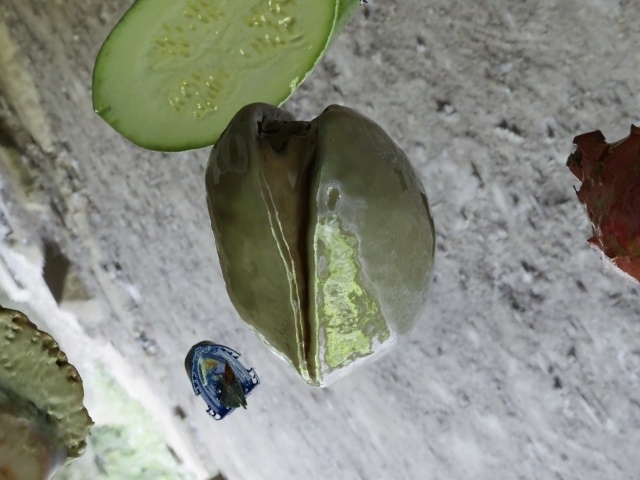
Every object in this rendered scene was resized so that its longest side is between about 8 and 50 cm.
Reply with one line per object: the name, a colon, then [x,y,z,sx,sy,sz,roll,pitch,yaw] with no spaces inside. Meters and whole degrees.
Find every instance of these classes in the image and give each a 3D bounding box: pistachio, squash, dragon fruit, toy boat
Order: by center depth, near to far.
pistachio: [0.000,0.000,0.539,0.124,0.124,0.185,47,169,36]
squash: [-0.100,-0.199,1.032,0.189,0.260,0.189,37,173,5]
dragon fruit: [0.394,-0.039,1.163,0.268,0.205,0.210,36,179,39]
toy boat: [-0.127,0.194,1.387,0.110,0.091,0.175,36,163,39]

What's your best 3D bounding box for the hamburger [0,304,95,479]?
hamburger: [-0.319,0.092,0.618,0.209,0.162,0.330,3,164,32]
